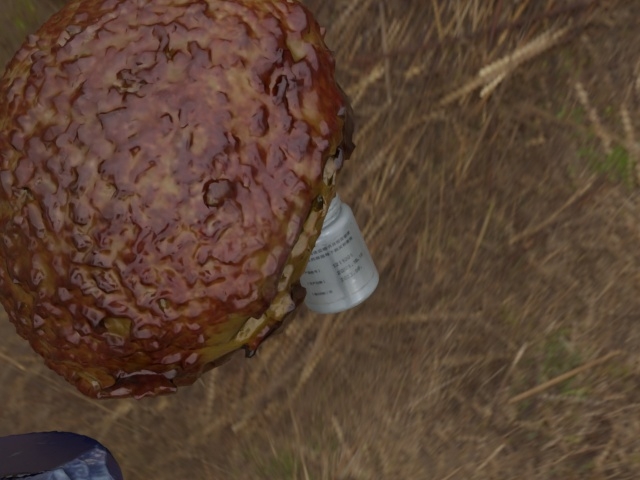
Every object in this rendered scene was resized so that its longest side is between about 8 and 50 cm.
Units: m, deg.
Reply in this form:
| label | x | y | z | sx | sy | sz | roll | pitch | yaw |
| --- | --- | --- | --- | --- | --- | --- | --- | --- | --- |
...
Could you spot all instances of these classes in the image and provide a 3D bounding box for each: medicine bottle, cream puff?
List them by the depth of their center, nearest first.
| label | x | y | z | sx | sy | sz | roll | pitch | yaw |
| --- | --- | --- | --- | --- | --- | --- | --- | --- | --- |
| cream puff | -0.131 | -0.052 | 1.142 | 0.229 | 0.350 | 0.350 | 18 | 76 | -37 |
| medicine bottle | 0.000 | 0.000 | 1.559 | 0.080 | 0.080 | 0.130 | -27 | 116 | -5 |

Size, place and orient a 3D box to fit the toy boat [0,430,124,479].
| label | x | y | z | sx | sy | sz | roll | pitch | yaw |
| --- | --- | --- | --- | --- | --- | --- | --- | --- | --- |
| toy boat | -0.102 | 0.214 | 0.643 | 0.072 | 0.219 | 0.318 | -17 | 119 | -32 |
